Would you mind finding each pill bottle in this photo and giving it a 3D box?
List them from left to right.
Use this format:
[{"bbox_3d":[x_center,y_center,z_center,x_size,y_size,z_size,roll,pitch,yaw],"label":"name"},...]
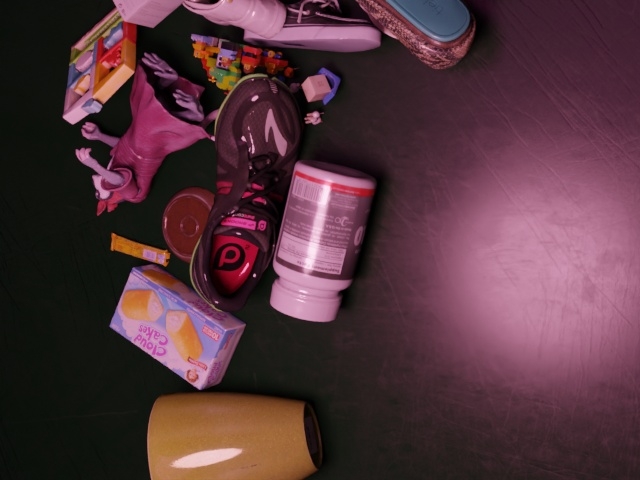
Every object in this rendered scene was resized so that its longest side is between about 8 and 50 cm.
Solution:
[{"bbox_3d":[0.000,0.000,1.758,0.161,0.161,0.283,18,103,23],"label":"pill bottle"}]

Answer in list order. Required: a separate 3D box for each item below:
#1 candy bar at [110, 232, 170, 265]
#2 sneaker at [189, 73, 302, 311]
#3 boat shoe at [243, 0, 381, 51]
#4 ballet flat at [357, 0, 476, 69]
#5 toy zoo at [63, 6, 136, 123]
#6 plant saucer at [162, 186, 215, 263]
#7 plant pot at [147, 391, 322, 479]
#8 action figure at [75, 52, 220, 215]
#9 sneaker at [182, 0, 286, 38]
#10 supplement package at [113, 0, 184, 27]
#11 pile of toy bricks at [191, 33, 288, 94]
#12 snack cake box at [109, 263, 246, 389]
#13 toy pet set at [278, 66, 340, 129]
[{"bbox_3d":[-0.401,0.021,2.030,0.161,0.018,0.040,15,104,23],"label":"candy bar"},{"bbox_3d":[-0.130,-0.078,1.770,0.185,0.202,0.483,6,109,-18],"label":"sneaker"},{"bbox_3d":[-0.014,-0.423,1.758,0.306,0.113,0.105,12,94,40],"label":"boat shoe"},{"bbox_3d":[0.082,-0.488,1.663,0.164,0.182,0.483,-41,84,-13],"label":"ballet flat"},{"bbox_3d":[-0.460,-0.366,1.922,0.192,0.030,0.293,-34,42,24],"label":"toy zoo"},{"bbox_3d":[-0.275,-0.031,1.960,0.168,0.029,0.169,3,97,25],"label":"plant saucer"},{"bbox_3d":[-0.154,0.417,1.834,0.293,0.275,0.275,-12,89,11],"label":"plant pot"},{"bbox_3d":[-0.368,-0.196,1.941,0.275,0.248,0.370,20,121,-19],"label":"action figure"},{"bbox_3d":[-0.208,-0.479,1.763,0.292,0.169,0.108,31,102,48],"label":"sneaker"},{"bbox_3d":[-0.337,-0.540,1.902,0.179,0.105,0.105,-32,79,24],"label":"supplement package"},{"bbox_3d":[-0.179,-0.343,1.836,0.212,0.118,0.105,19,105,31],"label":"pile of toy bricks"},{"bbox_3d":[-0.306,0.181,1.960,0.264,0.089,0.152,30,106,20],"label":"snack cake box"},{"bbox_3d":[-0.014,-0.296,1.809,0.114,0.065,0.122,-36,73,59],"label":"toy pet set"}]
